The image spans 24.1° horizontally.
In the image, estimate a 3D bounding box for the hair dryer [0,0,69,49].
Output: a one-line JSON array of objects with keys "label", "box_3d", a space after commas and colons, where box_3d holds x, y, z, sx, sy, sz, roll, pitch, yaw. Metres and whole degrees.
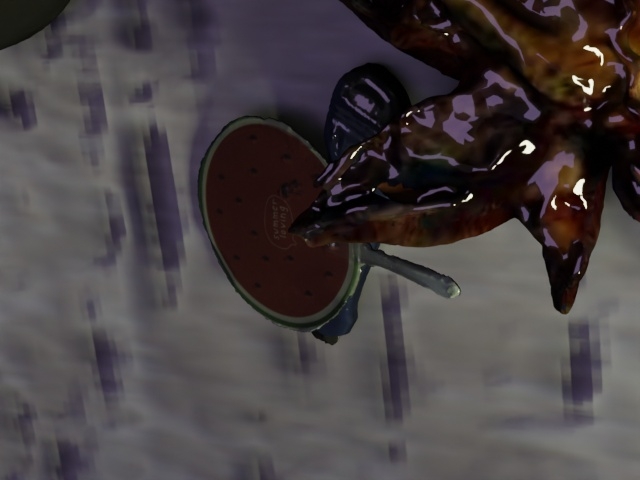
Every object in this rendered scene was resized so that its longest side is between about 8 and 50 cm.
[{"label": "hair dryer", "box_3d": [-0.269, -0.164, 0.482, 0.284, 0.320, 0.156, 50, 125, 12]}]

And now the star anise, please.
[{"label": "star anise", "box_3d": [0.060, -0.050, 0.489, 0.157, 0.053, 0.212, -9, 103, 22]}]

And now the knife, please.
[{"label": "knife", "box_3d": [0.010, -0.009, 0.559, 0.031, 0.018, 0.121, 23, 121, 15]}]

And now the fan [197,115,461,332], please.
[{"label": "fan", "box_3d": [0.000, 0.000, 0.553, 0.133, 0.005, 0.085, 18, 119, 40]}]
